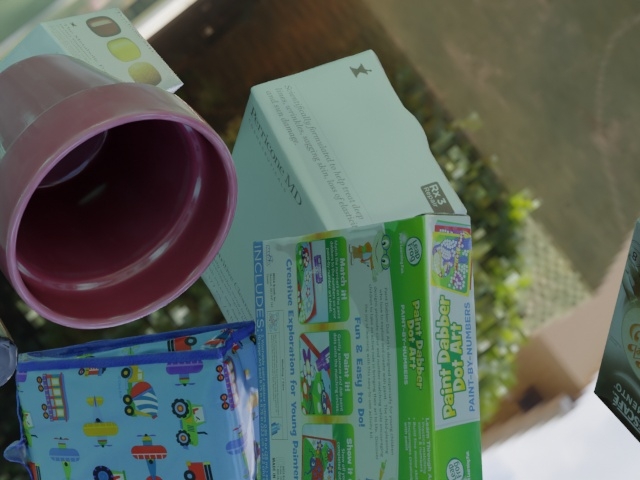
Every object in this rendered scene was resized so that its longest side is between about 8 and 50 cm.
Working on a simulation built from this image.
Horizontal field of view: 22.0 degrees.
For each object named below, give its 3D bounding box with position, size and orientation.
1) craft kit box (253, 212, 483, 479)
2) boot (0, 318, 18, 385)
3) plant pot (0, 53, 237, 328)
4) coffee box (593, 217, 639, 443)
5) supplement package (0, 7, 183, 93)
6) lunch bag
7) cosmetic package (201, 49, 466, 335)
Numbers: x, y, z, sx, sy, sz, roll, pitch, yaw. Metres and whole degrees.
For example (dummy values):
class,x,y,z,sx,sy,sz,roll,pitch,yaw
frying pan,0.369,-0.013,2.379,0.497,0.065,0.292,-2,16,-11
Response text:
class,x,y,z,sx,sy,sz,roll,pitch,yaw
craft kit box,0.034,0.111,1.399,0.061,0.249,0.247,1,175,-34
boot,-0.430,0.043,1.415,0.264,0.280,0.096,-16,130,-31
plant pot,-0.196,-0.057,1.351,0.201,0.201,0.180,-39,-135,-6
coffee box,0.383,0.101,1.716,0.098,0.246,0.141,-15,-138,-24
supplement package,-0.292,-0.184,2.011,0.134,0.139,0.244,-41,180,19
lunch bag,-0.205,0.221,1.772,0.293,0.221,0.138,-7,-172,15
cosmetic package,0.000,0.000,1.781,0.156,0.217,0.385,-20,155,-21
